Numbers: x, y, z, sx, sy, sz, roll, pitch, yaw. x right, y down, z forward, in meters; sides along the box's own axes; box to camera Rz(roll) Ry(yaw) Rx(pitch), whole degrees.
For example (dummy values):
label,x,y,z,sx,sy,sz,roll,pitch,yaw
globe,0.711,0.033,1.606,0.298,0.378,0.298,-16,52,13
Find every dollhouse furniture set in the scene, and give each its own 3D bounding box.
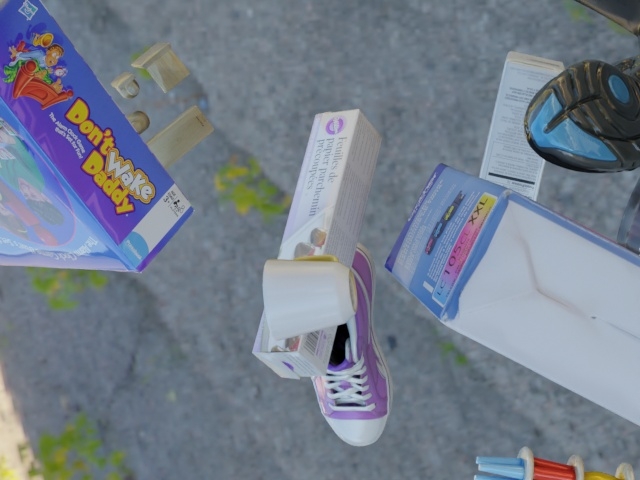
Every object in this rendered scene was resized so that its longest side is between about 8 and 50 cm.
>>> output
label,x,y,z,sx,sy,sz,roll,pitch,yaw
dollhouse furniture set,-0.261,-0.213,2.193,0.151,0.144,0.123,52,173,-17

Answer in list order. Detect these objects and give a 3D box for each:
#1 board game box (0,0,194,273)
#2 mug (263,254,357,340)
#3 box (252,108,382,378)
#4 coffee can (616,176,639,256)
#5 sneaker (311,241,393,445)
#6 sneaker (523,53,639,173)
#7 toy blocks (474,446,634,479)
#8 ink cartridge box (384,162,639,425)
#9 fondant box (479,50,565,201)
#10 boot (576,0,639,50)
label,x,y,z,sx,sy,sz,roll,pitch,yaw
board game box,-0.297,-0.085,1.185,0.347,0.078,0.233,2,134,48
mug,-0.006,0.035,1.043,0.062,0.064,0.078,64,-159,-60
box,0.000,0.000,1.558,0.063,0.067,0.324,-5,57,31
coffee can,0.583,-0.012,1.911,0.275,0.201,0.202,26,121,24
sneaker,0.023,0.156,1.690,0.102,0.161,0.282,-5,113,11
sneaker,0.305,-0.127,1.500,0.139,0.341,0.125,-26,85,39
toy blocks,0.216,0.248,1.334,0.123,0.148,0.054,105,173,-53
ink cartridge box,0.231,0.046,1.469,0.151,0.270,0.395,-62,9,2
fondant box,0.297,-0.118,2.116,0.096,0.238,0.330,14,103,6
boot,0.195,-0.207,0.839,0.305,0.115,0.112,48,164,18
